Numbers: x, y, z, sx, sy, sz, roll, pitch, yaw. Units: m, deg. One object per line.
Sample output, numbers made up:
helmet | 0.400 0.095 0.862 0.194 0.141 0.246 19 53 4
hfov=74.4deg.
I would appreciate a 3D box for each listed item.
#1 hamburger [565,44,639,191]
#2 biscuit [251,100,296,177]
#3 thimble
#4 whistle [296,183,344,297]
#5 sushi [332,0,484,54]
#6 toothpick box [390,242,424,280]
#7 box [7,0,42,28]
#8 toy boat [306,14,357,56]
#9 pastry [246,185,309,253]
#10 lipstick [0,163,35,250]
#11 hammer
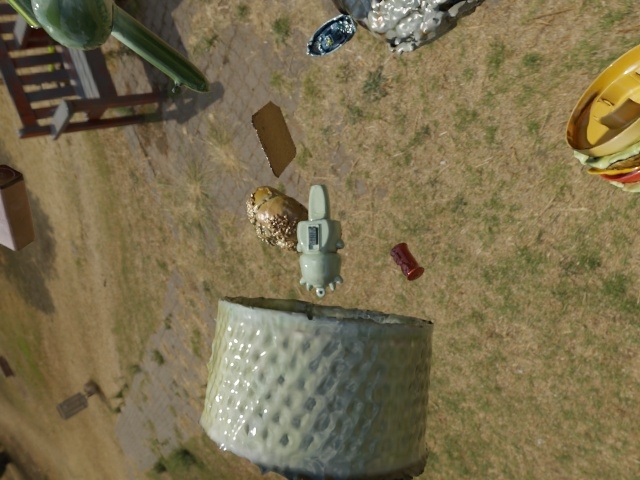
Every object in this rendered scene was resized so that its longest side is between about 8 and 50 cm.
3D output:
hamburger | 0.643 -0.223 0.805 0.212 0.275 0.274 29 135 -7
biscuit | -0.158 -0.368 1.499 0.013 0.237 0.232 -8 122 24
thimble | 0.003 0.155 0.505 0.270 0.270 0.150 1 83 44
whistle | -0.002 0.000 0.945 0.106 0.101 0.254 143 124 -78
sushi | 0.141 -0.512 0.662 0.417 0.175 0.418 47 153 34
toothpick box | 0.198 0.049 0.959 0.083 0.047 0.047 61 144 38
box | -0.595 -0.551 0.722 0.345 0.097 0.134 70 -170 -71
toy boat | 0.022 -0.451 0.933 0.137 0.061 0.060 -10 124 43
pastry | -0.166 -0.070 1.618 0.310 0.162 0.255 25 147 35
lipstick | -0.512 -0.051 0.695 0.045 0.045 0.145 26 131 3
hammer | -0.349 -0.376 0.787 0.118 0.335 0.207 -38 51 20
